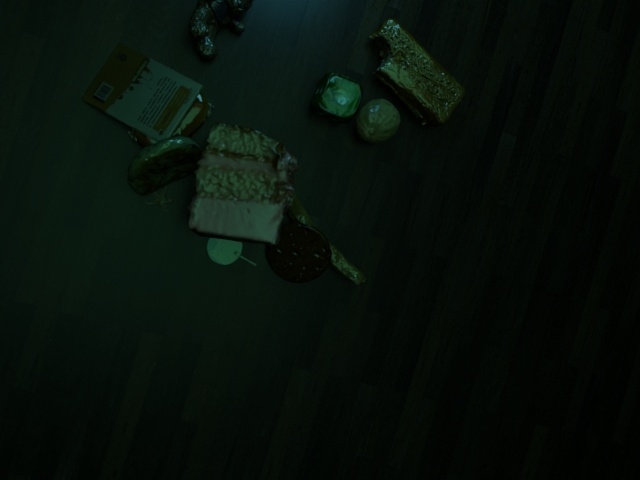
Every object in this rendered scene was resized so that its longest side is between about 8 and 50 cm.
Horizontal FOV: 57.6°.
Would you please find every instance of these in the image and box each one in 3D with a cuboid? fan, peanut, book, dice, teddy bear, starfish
[{"bbox_3d":[-0.279,0.038,1.856,0.175,0.005,0.113,30,85,-15],"label":"fan"},{"bbox_3d":[0.186,-0.388,1.908,0.140,0.109,0.159,41,81,-15],"label":"peanut"},{"bbox_3d":[-0.514,-0.426,1.676,0.295,0.020,0.207,29,81,10],"label":"book"},{"bbox_3d":[0.052,-0.454,1.859,0.128,0.120,0.130,21,90,-18],"label":"dice"},{"bbox_3d":[-0.311,-0.682,1.738,0.129,0.182,0.251,40,82,21],"label":"teddy bear"},{"bbox_3d":[-0.488,-0.119,1.779,0.092,0.016,0.086,-15,96,-20],"label":"starfish"}]

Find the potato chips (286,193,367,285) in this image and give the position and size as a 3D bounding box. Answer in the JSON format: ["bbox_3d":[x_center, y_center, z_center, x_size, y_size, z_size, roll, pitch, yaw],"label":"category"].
[{"bbox_3d":[0.000,0.000,1.901,0.407,0.080,0.057,50,64,-12],"label":"potato chips"}]

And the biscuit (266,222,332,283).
[{"bbox_3d":[-0.068,0.042,1.866,0.212,0.036,0.212,2,111,6],"label":"biscuit"}]

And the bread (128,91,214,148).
[{"bbox_3d":[-0.439,-0.355,1.730,0.136,0.107,0.241,45,82,-12],"label":"bread"}]

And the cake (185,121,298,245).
[{"bbox_3d":[-0.218,-0.145,1.675,0.293,0.314,0.306,12,86,-2],"label":"cake"}]

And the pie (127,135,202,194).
[{"bbox_3d":[-0.446,-0.215,1.687,0.241,0.240,0.054,-27,73,-13],"label":"pie"}]

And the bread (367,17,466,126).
[{"bbox_3d":[0.301,-0.548,1.933,0.380,0.109,0.185,40,87,-14],"label":"bread"}]
